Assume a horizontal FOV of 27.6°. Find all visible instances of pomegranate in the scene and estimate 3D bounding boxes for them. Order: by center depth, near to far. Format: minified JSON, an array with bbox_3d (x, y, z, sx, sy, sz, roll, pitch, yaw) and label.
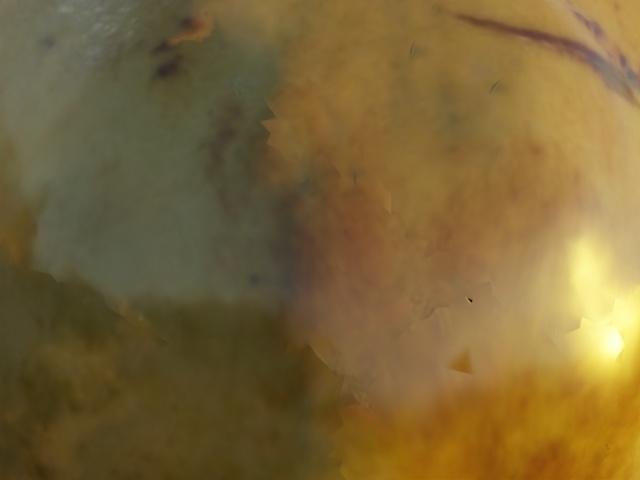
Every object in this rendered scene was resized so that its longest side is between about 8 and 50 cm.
[{"bbox_3d":[0.000,0.000,0.482,0.333,0.332,0.332,7,36,-5],"label":"pomegranate"}]
